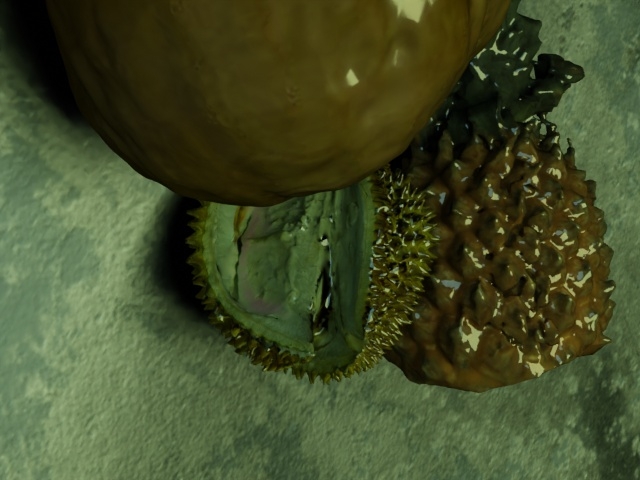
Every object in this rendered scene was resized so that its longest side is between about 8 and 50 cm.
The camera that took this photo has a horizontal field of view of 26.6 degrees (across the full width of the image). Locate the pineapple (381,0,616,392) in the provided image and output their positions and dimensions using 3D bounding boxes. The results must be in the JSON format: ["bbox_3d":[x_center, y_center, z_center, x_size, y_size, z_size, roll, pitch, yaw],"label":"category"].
[{"bbox_3d":[0.140,-0.061,1.176,0.223,0.223,0.357,-11,99,-42],"label":"pineapple"}]

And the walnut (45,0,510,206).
[{"bbox_3d":[-0.034,-0.223,0.887,0.354,0.307,0.398,-57,143,-65],"label":"walnut"}]

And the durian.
[{"bbox_3d":[0.000,0.000,1.082,0.237,0.193,0.138,-61,165,-16],"label":"durian"}]
